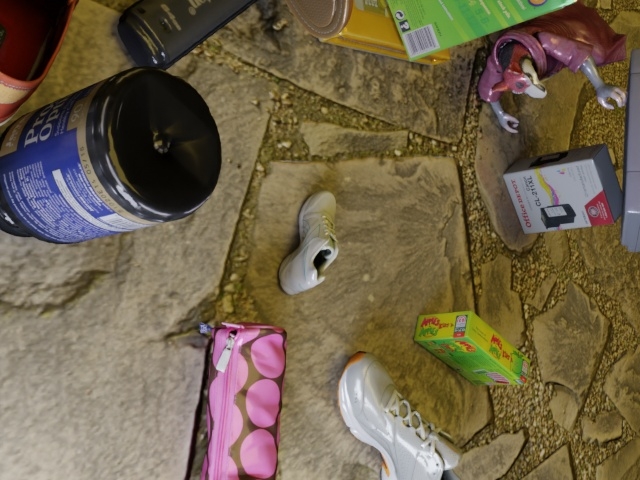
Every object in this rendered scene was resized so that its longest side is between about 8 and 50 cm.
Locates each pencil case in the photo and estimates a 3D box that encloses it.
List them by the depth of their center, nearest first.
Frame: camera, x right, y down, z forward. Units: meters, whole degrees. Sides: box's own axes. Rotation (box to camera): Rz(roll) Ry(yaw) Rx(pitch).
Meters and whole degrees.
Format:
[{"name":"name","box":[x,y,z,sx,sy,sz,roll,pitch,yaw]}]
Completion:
[{"name":"pencil case","box":[-0.087,0.191,0.873,0.098,0.095,0.209,66,24,-74]}]

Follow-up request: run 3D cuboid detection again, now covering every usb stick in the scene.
[{"name":"usb stick","box":[-0.128,-0.284,0.950,0.278,0.045,0.077,-51,121,-41]}]

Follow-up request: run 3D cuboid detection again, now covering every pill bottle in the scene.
[{"name":"pill bottle","box":[-0.198,-0.062,0.694,0.123,0.219,0.122,13,73,-48]}]

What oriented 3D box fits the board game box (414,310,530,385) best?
[{"name":"board game box","box":[0.232,0.166,1.239,0.181,0.092,0.043,38,55,-38]}]

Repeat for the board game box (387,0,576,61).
[{"name":"board game box","box":[0.214,-0.342,1.114,0.039,0.260,0.124,-39,111,-47]}]

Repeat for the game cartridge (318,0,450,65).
[{"name":"game cartridge","box":[0.085,-0.437,1.220,0.285,0.053,0.323,-4,87,-49]}]

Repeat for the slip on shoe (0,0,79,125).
[{"name":"slip on shoe","box":[-0.262,-0.253,0.751,0.123,0.101,0.331,32,58,-39]}]

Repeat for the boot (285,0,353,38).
[{"name":"boot","box":[0.029,-0.400,1.054,0.220,0.109,0.283,-18,89,-53]}]

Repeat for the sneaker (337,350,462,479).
[{"name":"sneaker","box":[0.121,0.252,1.074,0.099,0.121,0.262,-47,117,-44]}]

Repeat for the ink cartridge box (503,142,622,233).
[{"name":"ink cartridge box","box":[0.432,-0.088,1.456,0.072,0.175,0.127,-40,113,-42]}]

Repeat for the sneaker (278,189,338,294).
[{"name":"sneaker","box":[0.000,0.000,1.032,0.054,0.061,0.152,40,53,-35]}]

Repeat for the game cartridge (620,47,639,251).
[{"name":"game cartridge","box":[0.526,-0.152,1.344,0.198,0.062,0.297,59,38,-66]}]

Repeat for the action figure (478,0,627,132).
[{"name":"action figure","box":[0.387,-0.339,1.399,0.370,0.248,0.275,-31,105,-50]}]
